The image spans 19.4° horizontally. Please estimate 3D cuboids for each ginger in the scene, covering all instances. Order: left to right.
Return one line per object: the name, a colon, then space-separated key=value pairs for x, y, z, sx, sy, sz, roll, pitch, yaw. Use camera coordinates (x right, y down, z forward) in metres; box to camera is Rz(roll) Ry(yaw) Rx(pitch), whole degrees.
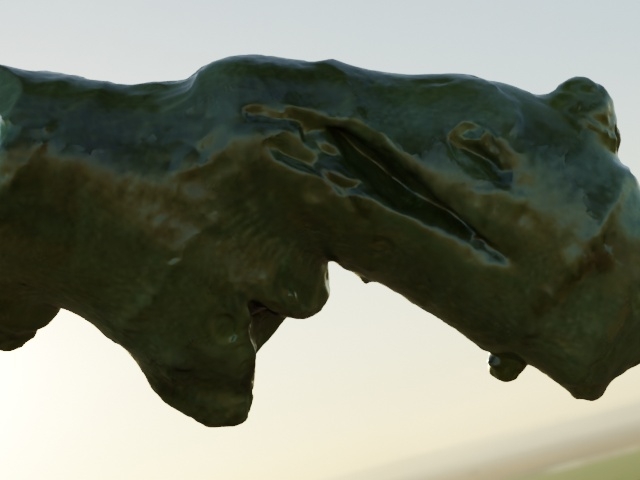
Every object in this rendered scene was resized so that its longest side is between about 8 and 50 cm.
ginger: x=-0.005 y=-0.001 z=0.702 sx=0.290 sy=0.137 sz=0.089 roll=-4 pitch=-8 yaw=-4
